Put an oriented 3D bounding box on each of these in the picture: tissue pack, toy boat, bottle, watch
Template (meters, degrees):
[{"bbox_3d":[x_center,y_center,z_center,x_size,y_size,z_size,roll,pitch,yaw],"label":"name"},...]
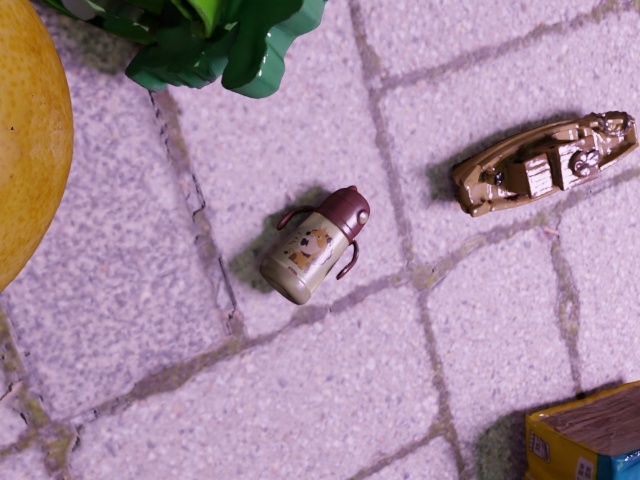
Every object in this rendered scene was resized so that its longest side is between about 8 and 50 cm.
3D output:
[{"bbox_3d":[0.303,0.295,0.721,0.192,0.134,0.270,-6,103,-26],"label":"tissue pack"},{"bbox_3d":[0.206,-0.068,0.634,0.206,0.072,0.064,-23,108,-23],"label":"toy boat"},{"bbox_3d":[-0.001,-0.001,0.552,0.063,0.047,0.101,45,77,-17],"label":"bottle"},{"bbox_3d":[-0.092,-0.170,0.404,0.152,0.165,0.131,29,79,-45],"label":"watch"}]

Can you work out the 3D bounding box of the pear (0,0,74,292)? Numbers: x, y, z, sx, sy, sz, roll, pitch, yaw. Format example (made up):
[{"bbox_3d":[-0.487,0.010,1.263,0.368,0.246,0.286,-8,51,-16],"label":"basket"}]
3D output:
[{"bbox_3d":[-0.221,-0.063,0.336,0.209,0.209,0.208,-6,103,-27],"label":"pear"}]
